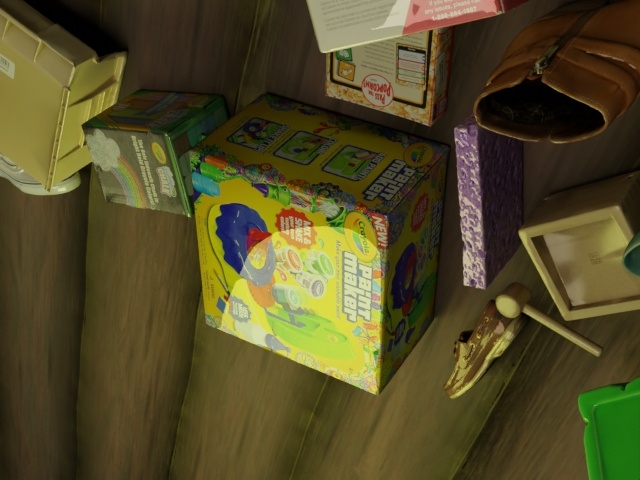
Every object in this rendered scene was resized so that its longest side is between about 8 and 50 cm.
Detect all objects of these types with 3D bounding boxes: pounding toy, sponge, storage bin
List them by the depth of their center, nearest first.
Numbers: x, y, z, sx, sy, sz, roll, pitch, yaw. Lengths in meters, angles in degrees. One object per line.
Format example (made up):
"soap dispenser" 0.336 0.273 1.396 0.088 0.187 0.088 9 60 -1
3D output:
"sponge" 0.197 -0.059 1.081 0.031 0.117 0.210 14 128 32
"pounding toy" 0.304 0.036 1.090 0.206 0.094 0.181 -16 110 44
"storage bin" -0.447 -0.253 1.420 0.262 0.123 0.260 37 136 9

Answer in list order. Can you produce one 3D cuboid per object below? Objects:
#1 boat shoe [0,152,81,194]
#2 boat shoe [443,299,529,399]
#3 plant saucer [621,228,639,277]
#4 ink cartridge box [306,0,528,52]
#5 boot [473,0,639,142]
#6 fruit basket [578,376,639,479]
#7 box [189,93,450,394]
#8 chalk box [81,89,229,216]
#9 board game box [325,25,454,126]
"boat shoe" -0.497 -0.137 1.572 0.226 0.083 0.075 15 130 29
"boat shoe" 0.212 0.146 1.270 0.060 0.064 0.178 40 131 13
"plant saucer" 0.442 -0.006 0.864 0.318 0.318 0.043 -14 68 42
"ink cartridge box" 0.075 -0.347 0.918 0.207 0.117 0.283 -5 108 34
"boot" 0.291 -0.171 0.850 0.283 0.220 0.109 5 124 35
"fruit basket" 0.522 0.258 1.030 0.392 0.282 0.392 -2 156 -1
"box" 0.000 0.000 1.234 0.279 0.177 0.290 19 131 24
"chalk box" -0.202 -0.125 1.326 0.213 0.132 0.132 10 125 31
"board game box" 0.078 -0.242 1.085 0.147 0.045 0.193 21 131 23
